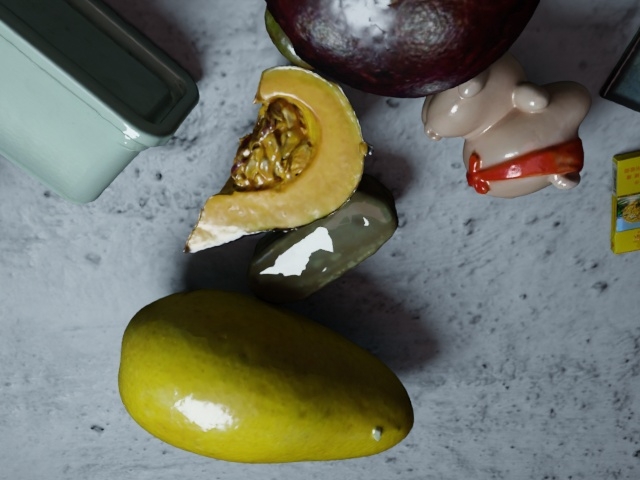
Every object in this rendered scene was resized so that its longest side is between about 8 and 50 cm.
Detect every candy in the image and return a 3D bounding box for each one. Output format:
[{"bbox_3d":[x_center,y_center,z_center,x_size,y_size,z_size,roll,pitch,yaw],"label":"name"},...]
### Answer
[{"bbox_3d":[0.000,0.000,0.780,0.234,0.104,0.102,-38,107,20],"label":"candy"}]

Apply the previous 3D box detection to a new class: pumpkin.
[{"bbox_3d":[-0.040,-0.074,0.713,0.163,0.111,0.279,29,105,3],"label":"pumpkin"}]

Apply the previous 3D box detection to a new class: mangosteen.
[{"bbox_3d":[0.055,-0.273,0.521,0.293,0.297,0.297,-28,116,26],"label":"mangosteen"}]

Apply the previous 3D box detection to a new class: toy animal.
[{"bbox_3d":[0.221,-0.135,0.655,0.197,0.171,0.171,42,113,-13],"label":"toy animal"}]

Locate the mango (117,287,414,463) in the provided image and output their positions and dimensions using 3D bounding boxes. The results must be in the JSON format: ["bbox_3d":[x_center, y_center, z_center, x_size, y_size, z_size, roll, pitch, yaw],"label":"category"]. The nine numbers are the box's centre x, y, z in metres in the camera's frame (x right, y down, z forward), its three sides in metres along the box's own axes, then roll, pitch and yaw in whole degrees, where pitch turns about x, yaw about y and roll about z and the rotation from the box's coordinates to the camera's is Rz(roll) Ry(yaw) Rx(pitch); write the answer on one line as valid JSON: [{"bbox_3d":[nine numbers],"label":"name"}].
[{"bbox_3d":[-0.064,0.203,0.796,0.444,0.301,0.221,16,85,-13],"label":"mango"}]

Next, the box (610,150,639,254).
[{"bbox_3d":[0.464,-0.056,0.786,0.086,0.023,0.155,-13,119,5],"label":"box"}]

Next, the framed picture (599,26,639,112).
[{"bbox_3d":[0.568,-0.241,0.683,0.346,0.016,0.265,19,119,-9],"label":"framed picture"}]

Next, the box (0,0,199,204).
[{"bbox_3d":[-0.330,-0.194,0.645,0.311,0.175,0.182,40,121,-20],"label":"box"}]
